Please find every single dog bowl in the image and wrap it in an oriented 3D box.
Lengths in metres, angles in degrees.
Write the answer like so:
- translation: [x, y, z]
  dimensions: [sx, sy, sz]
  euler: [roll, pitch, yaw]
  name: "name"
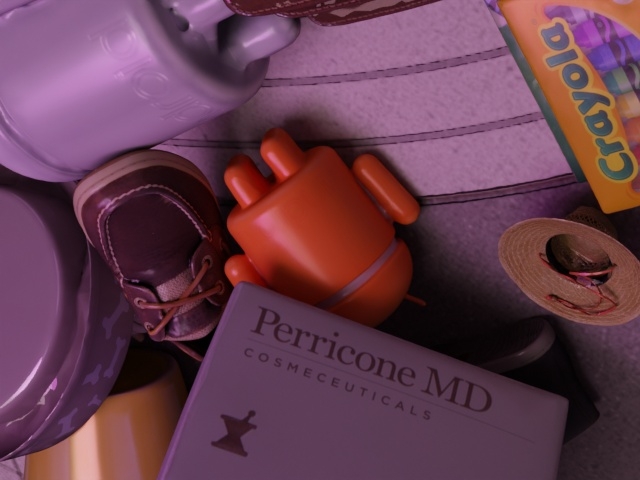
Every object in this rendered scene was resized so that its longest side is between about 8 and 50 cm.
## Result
- translation: [-0.342, 0.069, 1.513]
  dimensions: [0.349, 0.102, 0.348]
  euler: [-7, 77, 30]
  name: "dog bowl"

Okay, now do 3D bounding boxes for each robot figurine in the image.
- translation: [-0.002, 0.001, 1.350]
  dimensions: [0.219, 0.158, 0.128]
  euler: [52, 150, -11]
  name: "robot figurine"
- translation: [-0.187, -0.174, 1.265]
  dimensions: [0.353, 0.199, 0.300]
  euler: [-22, 148, 31]
  name: "robot figurine"

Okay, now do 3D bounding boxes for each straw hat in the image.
- translation: [0.228, 0.006, 1.257]
  dimensions: [0.144, 0.061, 0.144]
  euler: [20, 148, 14]
  name: "straw hat"

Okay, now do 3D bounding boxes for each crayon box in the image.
- translation: [0.281, -0.145, 1.099]
  dimensions: [0.323, 0.083, 0.203]
  euler: [-16, 113, 39]
  name: "crayon box"

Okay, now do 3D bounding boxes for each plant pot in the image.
- translation: [-0.229, 0.256, 1.614]
  dimensions: [0.254, 0.254, 0.239]
  euler: [3, 108, 30]
  name: "plant pot"

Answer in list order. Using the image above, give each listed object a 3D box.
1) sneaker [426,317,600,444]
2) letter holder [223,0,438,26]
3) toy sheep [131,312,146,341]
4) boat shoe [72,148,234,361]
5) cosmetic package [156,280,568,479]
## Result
- translation: [0.153, 0.162, 1.402]
  dimensions: [0.222, 0.083, 0.118]
  euler: [-20, 110, 39]
  name: "sneaker"
- translation: [0.076, -0.250, 1.044]
  dimensions: [0.302, 0.152, 0.214]
  euler: [-17, 120, 22]
  name: "letter holder"
- translation: [-0.198, 0.060, 1.548]
  dimensions: [0.132, 0.091, 0.091]
  euler: [-33, 102, 29]
  name: "toy sheep"
- translation: [-0.128, 0.036, 1.364]
  dimensions: [0.123, 0.123, 0.342]
  euler: [61, 175, 29]
  name: "boat shoe"
- translation: [-0.013, 0.319, 1.289]
  dimensions: [0.329, 0.393, 0.327]
  euler: [20, 143, -3]
  name: "cosmetic package"
